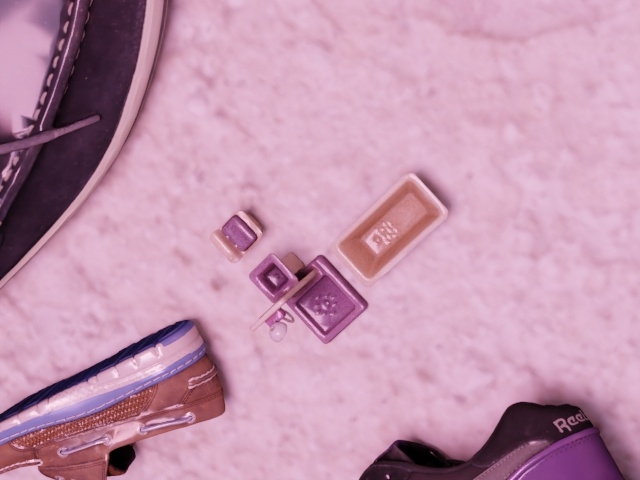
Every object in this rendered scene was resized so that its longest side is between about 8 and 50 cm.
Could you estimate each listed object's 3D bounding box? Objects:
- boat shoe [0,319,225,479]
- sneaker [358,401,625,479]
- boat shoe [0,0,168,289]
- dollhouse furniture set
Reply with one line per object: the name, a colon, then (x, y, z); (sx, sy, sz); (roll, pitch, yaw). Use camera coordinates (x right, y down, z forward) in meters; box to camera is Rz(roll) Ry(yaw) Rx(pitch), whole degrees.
boat shoe: (-0.139, 0.114, 0.831); (0.183, 0.066, 0.066); (-26, 96, 21)
sneaker: (0.048, 0.182, 0.789); (0.283, 0.107, 0.124); (-30, 70, 24)
boat shoe: (-0.244, -0.038, 0.780); (0.187, 0.156, 0.500); (39, 110, 7)
dollhouse furniture set: (0.000, 0.000, 0.751); (0.114, 0.081, 0.091); (-43, 89, 22)
